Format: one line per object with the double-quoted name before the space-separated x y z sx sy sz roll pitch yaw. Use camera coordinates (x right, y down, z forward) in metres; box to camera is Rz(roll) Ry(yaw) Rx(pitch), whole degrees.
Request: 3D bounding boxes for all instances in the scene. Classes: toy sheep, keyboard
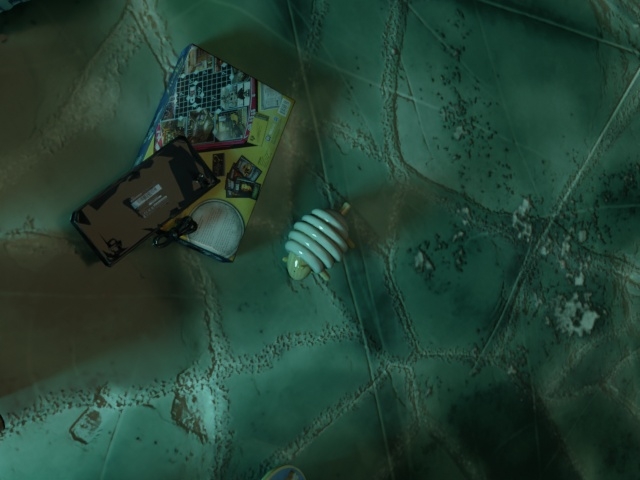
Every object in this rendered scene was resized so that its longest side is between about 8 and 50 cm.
"toy sheep" 0.000 0.000 1.109 0.091 0.091 0.132 41 76 -21
"keyboard" -0.207 -0.040 0.987 0.180 0.023 0.108 -41 100 -22

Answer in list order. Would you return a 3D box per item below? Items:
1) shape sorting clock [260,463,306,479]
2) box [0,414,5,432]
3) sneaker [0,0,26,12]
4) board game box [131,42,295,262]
"shape sorting clock" -0.059 0.397 1.034 0.206 0.040 0.206 3 90 -68
"box" -0.536 0.162 0.782 0.381 0.143 0.191 -18 102 -29
"sneaker" -0.396 -0.277 0.890 0.366 0.135 0.150 -9 93 -17
"board game box" -0.150 -0.113 1.056 0.165 0.042 0.243 26 76 -25
